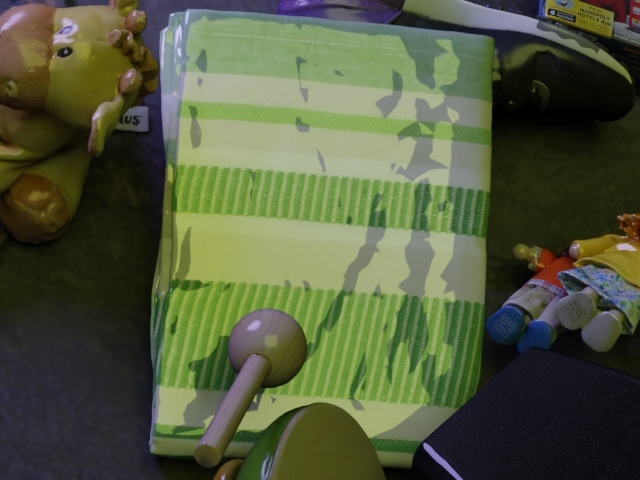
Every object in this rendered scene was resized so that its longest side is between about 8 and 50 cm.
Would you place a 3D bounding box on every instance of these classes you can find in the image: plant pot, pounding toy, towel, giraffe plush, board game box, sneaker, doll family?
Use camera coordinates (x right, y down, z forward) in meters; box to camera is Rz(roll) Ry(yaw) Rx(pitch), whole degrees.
[{"bbox_3d":[0.159,0.186,1.330,0.167,0.188,0.187,37,57,25],"label":"plant pot"},{"bbox_3d":[-0.045,0.182,1.304,0.236,0.110,0.183,67,29,-25],"label":"pounding toy"},{"bbox_3d":[0.000,0.000,1.416,0.248,0.038,0.324,5,78,-11],"label":"towel"},{"bbox_3d":[-0.187,-0.103,1.368,0.210,0.170,0.181,-15,83,-28],"label":"giraffe plush"},{"bbox_3d":[0.271,-0.216,1.613,0.194,0.060,0.194,17,60,-11],"label":"board game box"},{"bbox_3d":[0.097,-0.119,1.522,0.283,0.107,0.124,18,79,-3],"label":"sneaker"},{"bbox_3d":[0.261,0.065,1.431,0.263,0.118,0.163,42,39,8],"label":"doll family"}]
